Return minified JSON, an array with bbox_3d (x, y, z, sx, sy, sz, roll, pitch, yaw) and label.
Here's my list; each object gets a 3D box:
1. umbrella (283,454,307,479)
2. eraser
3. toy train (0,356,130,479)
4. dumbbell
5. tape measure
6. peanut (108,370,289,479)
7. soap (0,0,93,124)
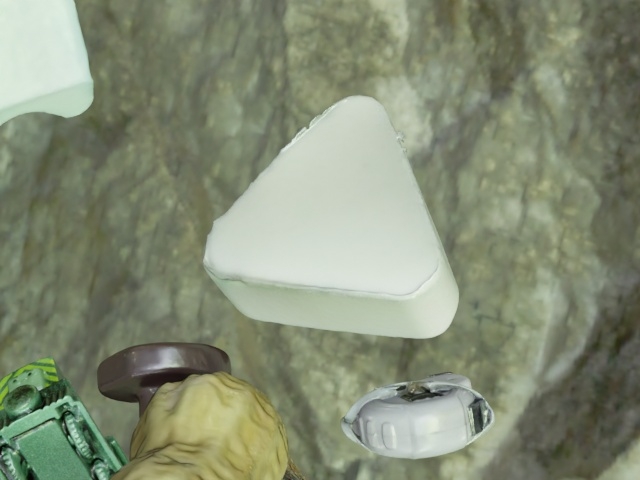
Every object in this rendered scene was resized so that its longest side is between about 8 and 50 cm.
[{"bbox_3d":[-0.033,0.227,1.090,0.031,0.020,0.083,-46,-127,-4],"label":"umbrella"},{"bbox_3d":[0.000,0.000,1.471,0.150,0.331,0.331,62,30,-58],"label":"eraser"},{"bbox_3d":[-0.328,0.296,1.434,0.178,0.138,0.330,53,-13,56],"label":"toy train"},{"bbox_3d":[-0.151,0.220,1.094,0.140,0.124,0.225,-29,-121,43],"label":"dumbbell"},{"bbox_3d":[0.161,0.284,1.755,0.197,0.236,0.120,-172,-106,-71],"label":"tape measure"},{"bbox_3d":[-0.105,0.201,0.898,0.313,0.149,0.149,-63,172,-70],"label":"peanut"},{"bbox_3d":[-0.230,-0.193,0.741,0.289,0.095,0.173,-126,-157,-57],"label":"soap"}]
